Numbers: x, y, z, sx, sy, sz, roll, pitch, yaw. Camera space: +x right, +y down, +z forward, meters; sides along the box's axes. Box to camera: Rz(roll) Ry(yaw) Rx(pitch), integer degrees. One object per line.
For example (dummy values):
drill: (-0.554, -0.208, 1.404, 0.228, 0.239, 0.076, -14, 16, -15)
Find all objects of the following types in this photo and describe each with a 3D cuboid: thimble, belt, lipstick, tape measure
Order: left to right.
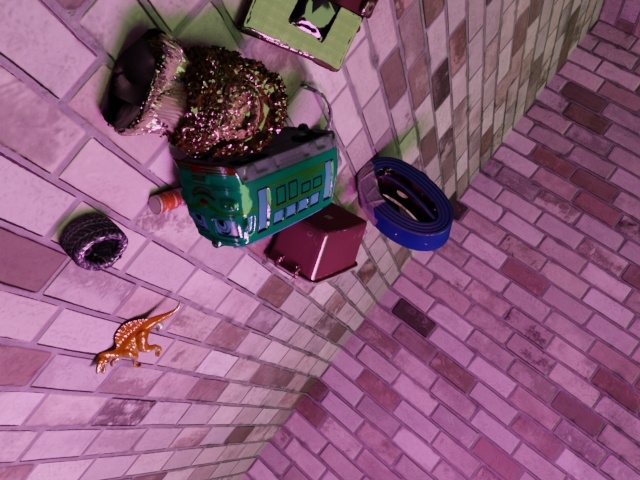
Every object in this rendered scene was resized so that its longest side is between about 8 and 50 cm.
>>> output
thimble: (-0.405, 0.004, 1.044, 0.095, 0.066, 0.104, -49, 158, -4)
lipstick: (-0.286, -0.088, 1.183, 0.131, 0.038, 0.038, -28, 147, -49)
tape measure: (-0.015, -0.244, 1.439, 0.164, 0.084, 0.330, -52, 160, -14)
belt: (0.265, -0.114, 1.850, 0.212, 0.347, 0.117, -40, 156, -14)

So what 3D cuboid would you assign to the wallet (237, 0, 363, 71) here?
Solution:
wallet: (-0.033, -0.409, 1.087, 0.230, 0.042, 0.124, 13, 117, -34)

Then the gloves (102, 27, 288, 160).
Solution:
gloves: (-0.197, -0.244, 0.992, 0.312, 0.135, 0.210, 13, 93, -44)

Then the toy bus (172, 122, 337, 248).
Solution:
toy bus: (-0.122, -0.117, 1.215, 0.343, 0.183, 0.199, -29, 124, -45)

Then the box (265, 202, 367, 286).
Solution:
box: (0.000, 0.000, 1.706, 0.294, 0.193, 0.167, -18, 134, -56)

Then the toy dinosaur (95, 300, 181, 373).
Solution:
toy dinosaur: (-0.431, 0.217, 1.361, 0.142, 0.057, 0.212, 22, 93, -48)

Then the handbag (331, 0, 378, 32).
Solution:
handbag: (0.047, -0.505, 1.185, 0.216, 0.074, 0.203, -10, 135, -59)

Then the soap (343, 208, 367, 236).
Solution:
soap: (0.101, -0.045, 1.952, 0.056, 0.100, 0.149, -52, 158, -4)
